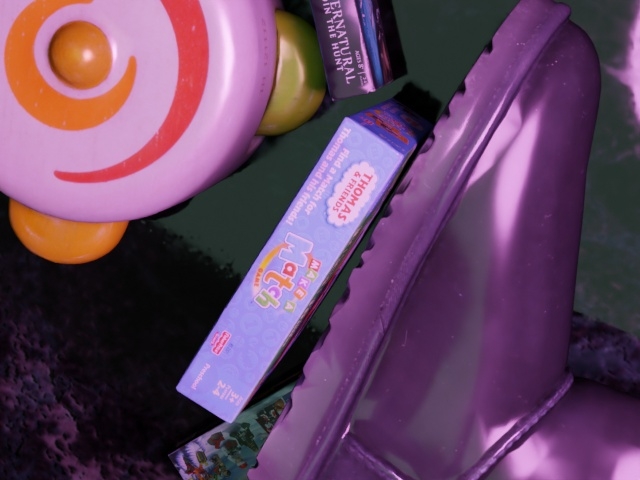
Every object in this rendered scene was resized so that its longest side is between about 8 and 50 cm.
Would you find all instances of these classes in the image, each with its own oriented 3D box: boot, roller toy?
[{"bbox_3d":[0.219,0.119,0.707,0.445,0.146,0.367,28,103,5],"label":"boot"},{"bbox_3d":[-0.123,-0.108,0.729,0.209,0.146,0.191,-33,93,13],"label":"roller toy"}]

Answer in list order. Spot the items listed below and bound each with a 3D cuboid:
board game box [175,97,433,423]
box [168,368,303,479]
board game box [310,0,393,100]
[{"bbox_3d":[0.000,0.000,0.696,0.039,0.211,0.160,33,103,2],"label":"board game box"},{"bbox_3d":[-0.018,0.143,0.817,0.137,0.027,0.094,-32,95,12],"label":"box"},{"bbox_3d":[0.006,-0.176,0.709,0.026,0.126,0.186,-11,98,10],"label":"board game box"}]
